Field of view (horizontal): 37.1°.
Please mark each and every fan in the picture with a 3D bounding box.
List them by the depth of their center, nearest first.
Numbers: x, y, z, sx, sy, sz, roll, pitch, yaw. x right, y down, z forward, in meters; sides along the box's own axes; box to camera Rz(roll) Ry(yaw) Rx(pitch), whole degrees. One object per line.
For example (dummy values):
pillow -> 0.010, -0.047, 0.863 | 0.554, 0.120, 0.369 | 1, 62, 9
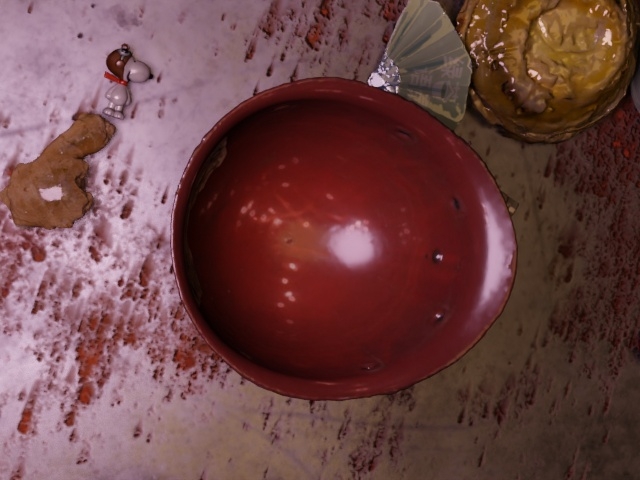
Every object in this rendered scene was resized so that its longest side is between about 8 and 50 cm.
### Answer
fan -> 0.124, -0.197, 1.216 | 0.131, 0.009, 0.240 | 8, 96, 7

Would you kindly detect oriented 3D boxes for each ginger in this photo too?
ginger -> -0.296, -0.075, 1.119 | 0.096, 0.067, 0.165 | 40, 81, 13

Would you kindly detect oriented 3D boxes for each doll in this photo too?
doll -> -0.242, -0.191, 1.149 | 0.058, 0.040, 0.085 | 38, 82, -19

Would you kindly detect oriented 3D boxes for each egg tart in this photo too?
egg tart -> 0.304, -0.263, 1.233 | 0.279, 0.095, 0.278 | -1, 96, -12

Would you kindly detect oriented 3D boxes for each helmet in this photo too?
helmet -> 0.000, 0.000, 1.099 | 0.385, 0.230, 0.337 | 4, 89, -20

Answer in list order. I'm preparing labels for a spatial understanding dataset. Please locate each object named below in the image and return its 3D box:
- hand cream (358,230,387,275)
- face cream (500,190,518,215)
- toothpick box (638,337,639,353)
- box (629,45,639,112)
hand cream -> 0.134, 0.036, 1.221 | 0.171, 0.043, 0.065 | 12, 90, -10
face cream -> 0.207, -0.069, 1.249 | 0.115, 0.020, 0.038 | 32, 84, -9
toothpick box -> 0.476, 0.143, 1.291 | 0.083, 0.047, 0.047 | -5, 90, -11
box -> 0.520, -0.245, 1.212 | 0.149, 0.226, 0.226 | 12, 87, -11
